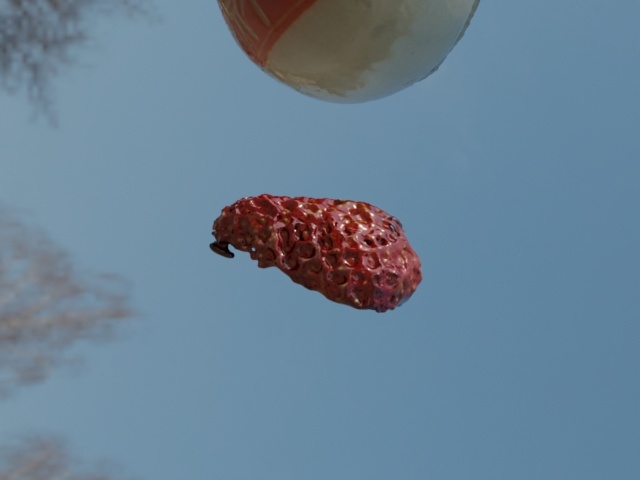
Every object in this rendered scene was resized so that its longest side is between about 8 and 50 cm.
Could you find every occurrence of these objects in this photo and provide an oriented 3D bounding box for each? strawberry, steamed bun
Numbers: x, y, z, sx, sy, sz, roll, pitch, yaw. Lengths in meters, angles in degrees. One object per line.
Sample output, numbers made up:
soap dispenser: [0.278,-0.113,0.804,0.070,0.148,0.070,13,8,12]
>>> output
strawberry: [0.000,0.000,1.369,0.121,0.188,0.082,-50,162,-77]
steamed bun: [0.010,-0.345,1.826,0.374,0.241,0.374,-1,-92,48]
